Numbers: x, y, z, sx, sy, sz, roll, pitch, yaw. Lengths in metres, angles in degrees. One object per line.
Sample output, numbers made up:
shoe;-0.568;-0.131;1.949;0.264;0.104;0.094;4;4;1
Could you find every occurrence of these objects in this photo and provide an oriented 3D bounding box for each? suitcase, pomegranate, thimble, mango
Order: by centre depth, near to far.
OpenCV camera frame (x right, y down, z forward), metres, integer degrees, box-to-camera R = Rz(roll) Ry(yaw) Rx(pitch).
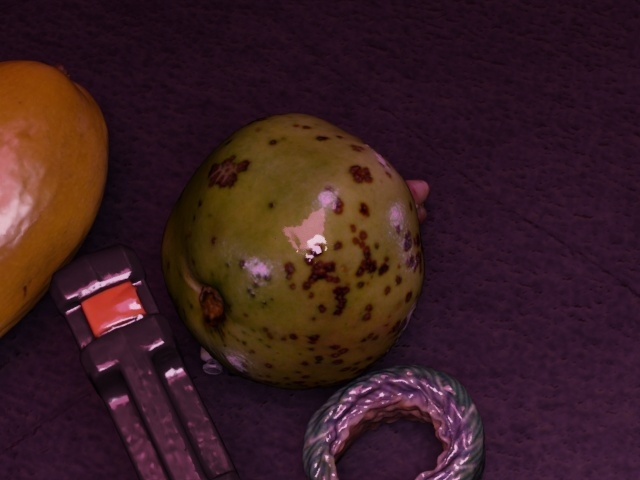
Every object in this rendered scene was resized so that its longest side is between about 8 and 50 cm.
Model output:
suitcase;-0.095;0.159;0.921;0.066;0.206;0.285;-25;65;-9
thimble;0.055;0.157;0.967;0.135;0.090;0.118;-15;66;1
pomegranate;0.000;0.000;1.008;0.214;0.214;0.248;40;40;22
mango;-0.306;-0.010;1.069;0.195;0.142;0.332;35;76;26

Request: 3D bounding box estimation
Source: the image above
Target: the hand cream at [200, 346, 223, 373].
hand cream;-0.085;0.060;1.072;0.035;0.022;0.102;-4;60;12
